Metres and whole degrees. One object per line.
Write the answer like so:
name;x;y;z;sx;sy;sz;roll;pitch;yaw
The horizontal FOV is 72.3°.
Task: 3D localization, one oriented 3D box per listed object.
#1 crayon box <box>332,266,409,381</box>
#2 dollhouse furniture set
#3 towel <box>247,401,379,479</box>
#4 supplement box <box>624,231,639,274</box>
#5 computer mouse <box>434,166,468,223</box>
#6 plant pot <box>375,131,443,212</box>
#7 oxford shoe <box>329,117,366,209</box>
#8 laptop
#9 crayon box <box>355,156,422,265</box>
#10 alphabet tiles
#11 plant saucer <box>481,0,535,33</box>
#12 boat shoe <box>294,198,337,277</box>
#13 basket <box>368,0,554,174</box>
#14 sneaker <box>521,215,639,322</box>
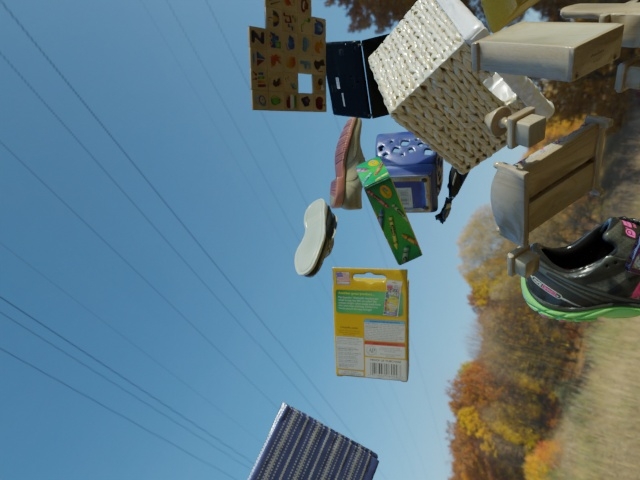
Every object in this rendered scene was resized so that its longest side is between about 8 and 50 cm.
crayon box;0.143;0.219;1.211;0.083;0.202;0.324;-47;-43;-70
dollhouse furniture set;0.381;-0.171;0.744;0.303;0.174;0.356;-29;-54;-16
towel;-0.016;0.568;1.043;0.336;0.040;0.243;38;-118;-22
supplement box;0.567;0.021;0.746;0.043;0.054;0.084;-18;-54;-62
computer mouse;0.446;-0.183;1.486;0.184;0.060;0.262;-55;-15;-44
plant pot;0.308;-0.225;1.534;0.236;0.235;0.212;72;-154;-45
oxford shoe;0.136;-0.319;1.820;0.140;0.146;0.398;-154;74;-77
laptop;0.153;-0.516;1.370;0.136;0.264;0.235;-35;-52;-31
crayon box;0.200;-0.087;1.283;0.165;0.081;0.279;-98;-18;-61
alphabet tiles;-0.065;-0.394;0.920;0.198;0.009;0.238;-12;-73;-38
plant saucer;0.589;-0.836;1.257;0.332;0.081;0.333;-39;-61;-9
boat shoe;0.000;0.000;1.306;0.091;0.114;0.303;43;-139;-29
basket;0.335;-0.397;1.100;0.328;0.266;0.332;28;-145;-32
sneaker;0.673;0.047;0.905;0.185;0.481;0.203;-57;-49;-60
